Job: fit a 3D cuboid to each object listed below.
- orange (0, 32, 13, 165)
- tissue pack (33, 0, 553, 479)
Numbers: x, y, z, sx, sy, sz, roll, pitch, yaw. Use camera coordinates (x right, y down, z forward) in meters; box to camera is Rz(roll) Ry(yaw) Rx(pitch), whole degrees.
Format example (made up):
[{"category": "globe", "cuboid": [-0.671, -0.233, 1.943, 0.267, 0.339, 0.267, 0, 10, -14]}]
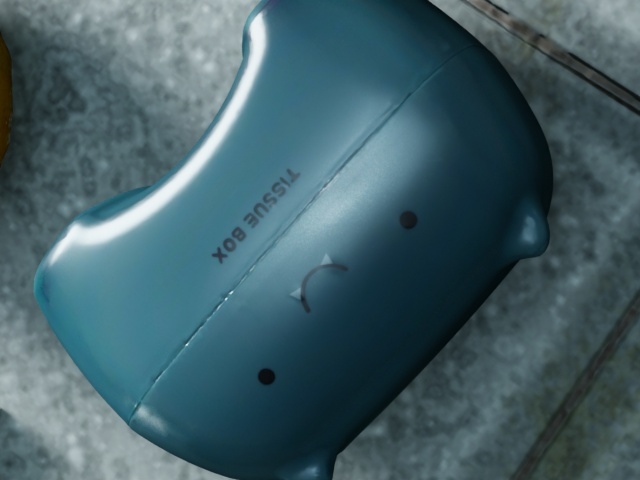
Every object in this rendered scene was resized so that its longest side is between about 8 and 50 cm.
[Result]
[{"category": "orange", "cuboid": [-0.304, -0.095, 1.122, 0.240, 0.171, 0.240, 0, 89, 7]}, {"category": "tissue pack", "cuboid": [0.000, 0.000, 1.031, 0.206, 0.198, 0.287, 45, 99, 9]}]
